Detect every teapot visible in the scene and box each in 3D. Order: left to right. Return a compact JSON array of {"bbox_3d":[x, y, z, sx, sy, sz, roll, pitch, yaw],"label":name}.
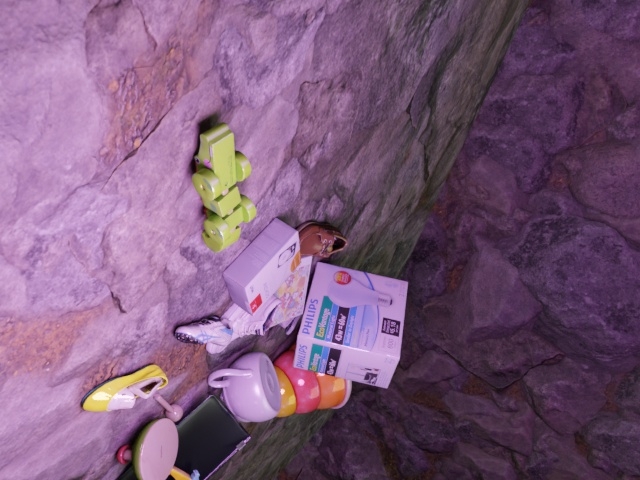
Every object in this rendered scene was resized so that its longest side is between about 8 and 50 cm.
[{"bbox_3d":[-0.258,0.512,1.904,0.187,0.256,0.252,-17,-172,7],"label":"teapot"}]

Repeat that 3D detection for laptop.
[{"bbox_3d":[-0.458,0.713,1.881,0.382,0.236,0.408,-40,-176,-17],"label":"laptop"}]

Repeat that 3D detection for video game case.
[{"bbox_3d":[-0.117,0.169,1.829,0.206,0.026,0.227,-15,122,-48],"label":"video game case"}]

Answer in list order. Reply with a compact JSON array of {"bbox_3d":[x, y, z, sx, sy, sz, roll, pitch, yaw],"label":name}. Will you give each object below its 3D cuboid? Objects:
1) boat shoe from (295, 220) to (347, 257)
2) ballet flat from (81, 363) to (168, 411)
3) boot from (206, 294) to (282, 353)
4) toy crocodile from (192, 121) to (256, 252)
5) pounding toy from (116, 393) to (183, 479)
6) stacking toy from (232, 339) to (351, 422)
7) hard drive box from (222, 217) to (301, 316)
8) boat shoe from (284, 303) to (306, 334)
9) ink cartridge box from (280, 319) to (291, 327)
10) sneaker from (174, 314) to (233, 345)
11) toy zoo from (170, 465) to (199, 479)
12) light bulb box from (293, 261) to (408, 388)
[{"bbox_3d":[0.000,0.000,1.856,0.307,0.104,0.111,-20,138,-60],"label":"boat shoe"},{"bbox_3d":[-0.461,0.365,1.343,0.231,0.077,0.077,-16,135,-62],"label":"ballet flat"},{"bbox_3d":[-0.226,0.255,1.672,0.258,0.123,0.095,-55,160,-8],"label":"boot"},{"bbox_3d":[-0.219,-0.103,1.202,0.115,0.105,0.341,-44,152,-33],"label":"toy crocodile"},{"bbox_3d":[-0.496,0.570,1.582,0.183,0.110,0.237,61,33,-56],"label":"pounding toy"},{"bbox_3d":[-0.143,0.591,2.236,0.479,0.350,0.351,-17,138,-37],"label":"stacking toy"},{"bbox_3d":[-0.163,0.078,1.609,0.232,0.089,0.181,-48,158,-23],"label":"hard drive box"},{"bbox_3d":[-0.106,0.299,2.155,0.142,0.040,0.049,-61,-170,6],"label":"boat shoe"},{"bbox_3d":[-0.125,0.228,1.966,0.109,0.063,0.150,-50,158,-23],"label":"ink cartridge box"},{"bbox_3d":[-0.319,0.246,1.522,0.237,0.085,0.086,27,69,-67],"label":"sneaker"},{"bbox_3d":[-0.504,0.819,1.723,0.293,0.030,0.192,-37,127,-17],"label":"toy zoo"},{"bbox_3d":[0.113,0.308,2.055,0.225,0.360,0.358,99,4,-47],"label":"light bulb box"}]
